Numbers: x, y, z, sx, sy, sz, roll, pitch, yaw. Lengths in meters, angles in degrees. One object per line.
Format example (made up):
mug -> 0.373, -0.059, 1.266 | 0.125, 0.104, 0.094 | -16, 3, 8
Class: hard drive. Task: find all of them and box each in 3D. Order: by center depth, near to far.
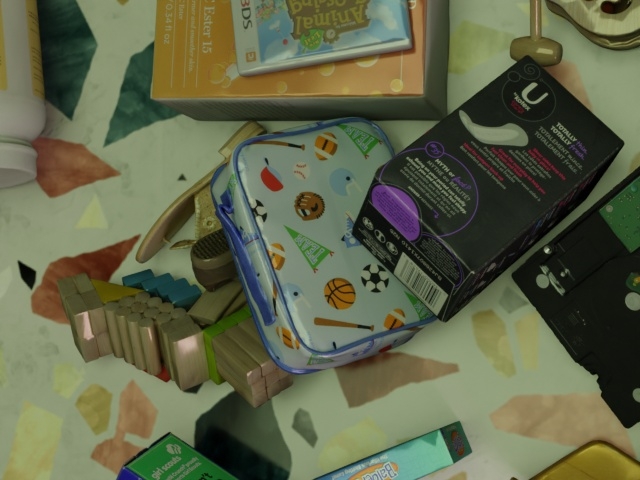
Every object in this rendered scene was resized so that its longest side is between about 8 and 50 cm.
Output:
hard drive -> 0.405, 0.034, 1.573 | 0.237, 0.064, 0.339 | 53, 130, 11

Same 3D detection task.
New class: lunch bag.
lunch bag -> 0.000, 0.000, 1.682 | 0.243, 0.115, 0.303 | -16, 77, -26

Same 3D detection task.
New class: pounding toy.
pounding toy -> 0.339, -0.323, 1.649 | 0.154, 0.155, 0.269 | 20, 91, 20

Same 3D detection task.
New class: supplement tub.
supplement tub -> -0.488, -0.239, 1.815 | 0.241, 0.241, 0.331 | -7, 84, 14

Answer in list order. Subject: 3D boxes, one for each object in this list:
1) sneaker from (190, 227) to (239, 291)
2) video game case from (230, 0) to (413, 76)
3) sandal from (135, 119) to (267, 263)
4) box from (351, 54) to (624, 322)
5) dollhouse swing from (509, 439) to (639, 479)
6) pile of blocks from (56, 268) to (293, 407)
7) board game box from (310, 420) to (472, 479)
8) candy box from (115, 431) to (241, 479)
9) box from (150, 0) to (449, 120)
sneaker -> -0.078, 0.006, 1.776 | 0.188, 0.071, 0.066 | -20, 47, -14
video game case -> -0.005, -0.304, 1.631 | 0.213, 0.023, 0.193 | -8, 84, 14
sandal -> -0.135, -0.042, 1.789 | 0.079, 0.088, 0.240 | 40, 90, 10
box -> 0.193, -0.062, 1.615 | 0.270, 0.143, 0.165 | -38, 75, -25
dollhouse swing -> 0.402, 0.259, 1.472 | 0.315, 0.347, 0.305 | 34, 98, 7
pile of blocks -> -0.173, 0.127, 1.788 | 0.362, 0.149, 0.112 | 16, 132, 24
board game box -> 0.070, 0.281, 1.671 | 0.210, 0.160, 0.047 | -25, 80, 12
candy box -> -0.135, 0.438, 1.696 | 0.317, 0.122, 0.268 | 31, 114, 14
box -> -0.020, -0.267, 1.732 | 0.345, 0.168, 0.214 | 1, 86, 14
